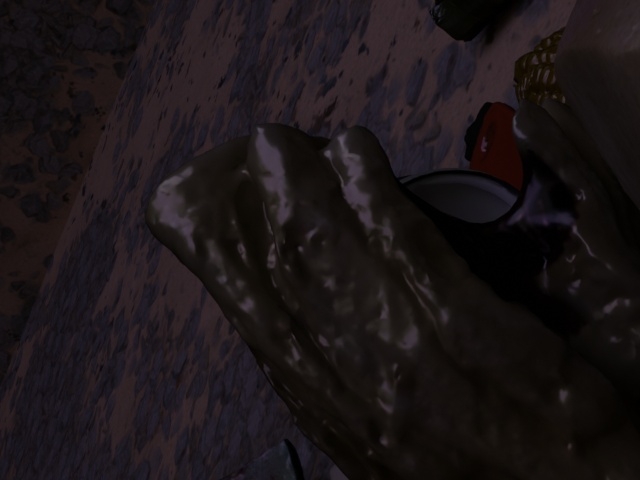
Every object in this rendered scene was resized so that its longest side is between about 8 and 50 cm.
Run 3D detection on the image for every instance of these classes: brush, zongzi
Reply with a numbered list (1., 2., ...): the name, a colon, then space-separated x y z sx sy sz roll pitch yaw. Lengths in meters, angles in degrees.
1. brush: 0.170 -0.052 1.193 0.070 0.051 0.323 -67 20 9
2. zongzi: 0.163 -0.266 1.407 0.154 0.062 0.130 -44 22 43

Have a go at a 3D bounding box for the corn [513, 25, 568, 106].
1. corn: 0.220 -0.084 0.990 0.322 0.119 0.119 21 93 70

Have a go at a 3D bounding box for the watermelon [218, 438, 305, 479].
1. watermelon: -0.099 0.314 1.453 0.260 0.176 0.256 95 -165 -74

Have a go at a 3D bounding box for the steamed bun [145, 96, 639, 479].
1. steamed bun: 0.144 0.063 0.802 0.189 0.428 0.247 -47 -10 26

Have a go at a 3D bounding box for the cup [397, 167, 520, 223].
1. cup: 0.082 0.037 1.057 0.279 0.196 0.196 93 -168 -83

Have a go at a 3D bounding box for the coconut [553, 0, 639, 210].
1. coconut: 0.253 -0.078 0.672 0.329 0.329 0.328 -53 27 43

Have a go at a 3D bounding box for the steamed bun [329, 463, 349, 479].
1. steamed bun: 0.119 0.210 0.922 0.146 0.164 0.241 -37 62 58
